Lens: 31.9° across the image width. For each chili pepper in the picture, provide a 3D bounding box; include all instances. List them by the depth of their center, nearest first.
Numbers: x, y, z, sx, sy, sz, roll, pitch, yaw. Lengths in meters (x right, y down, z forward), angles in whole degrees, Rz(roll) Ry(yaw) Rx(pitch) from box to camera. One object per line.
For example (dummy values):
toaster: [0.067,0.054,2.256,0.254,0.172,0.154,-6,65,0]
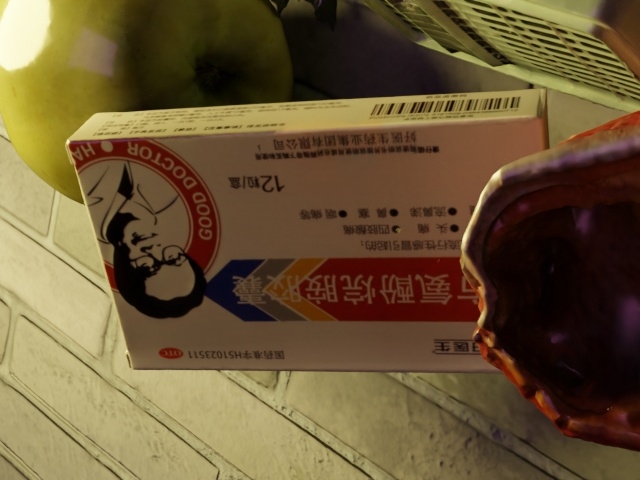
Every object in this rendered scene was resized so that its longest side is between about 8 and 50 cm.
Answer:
chili pepper: [0.248,0.024,0.624,0.251,0.305,0.229,0,98,38]

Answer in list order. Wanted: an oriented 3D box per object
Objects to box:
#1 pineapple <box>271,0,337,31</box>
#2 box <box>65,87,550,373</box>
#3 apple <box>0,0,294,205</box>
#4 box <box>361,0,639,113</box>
pineapple: [-0.025,-0.364,0.938,0.165,0.165,0.365,-23,88,41]
box: [0.000,0.000,0.857,0.353,0.069,0.214,0,120,17]
apple: [-0.158,-0.145,0.987,0.262,0.262,0.262,6,100,42]
box: [0.146,-0.205,0.744,0.290,0.220,0.166,27,91,36]
